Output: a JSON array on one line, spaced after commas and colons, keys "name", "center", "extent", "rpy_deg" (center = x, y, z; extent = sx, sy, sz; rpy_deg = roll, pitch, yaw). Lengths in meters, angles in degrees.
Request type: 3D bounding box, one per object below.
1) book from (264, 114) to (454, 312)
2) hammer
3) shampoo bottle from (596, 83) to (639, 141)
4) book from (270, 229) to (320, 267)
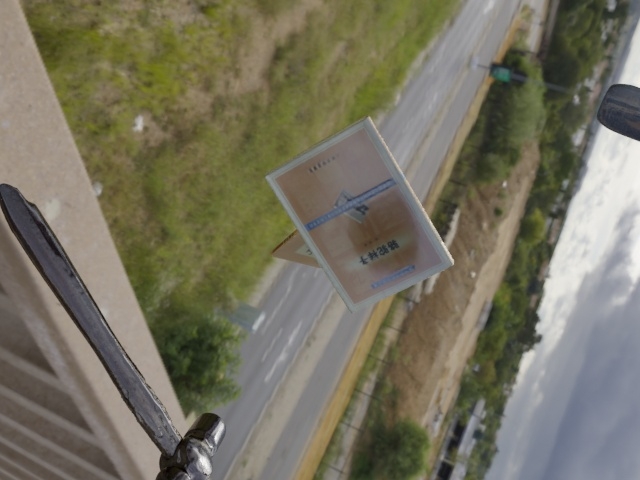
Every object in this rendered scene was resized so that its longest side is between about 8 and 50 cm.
[{"name": "book", "center": [0.054, -0.029, 0.963], "extent": [0.242, 0.170, 0.018], "rpy_deg": [57, 19, -15]}, {"name": "hammer", "center": [-0.109, 0.048, 0.352], "extent": [0.021, 0.178, 0.065], "rpy_deg": [-33, -178, 17]}, {"name": "shampoo bottle", "center": [0.600, -0.199, 1.200], "extent": [0.049, 0.233, 0.087], "rpy_deg": [-8, 123, -49]}, {"name": "book", "center": [0.000, 0.000, 1.291], "extent": [0.172, 0.118, 0.012], "rpy_deg": [-38, -134, 43]}]
